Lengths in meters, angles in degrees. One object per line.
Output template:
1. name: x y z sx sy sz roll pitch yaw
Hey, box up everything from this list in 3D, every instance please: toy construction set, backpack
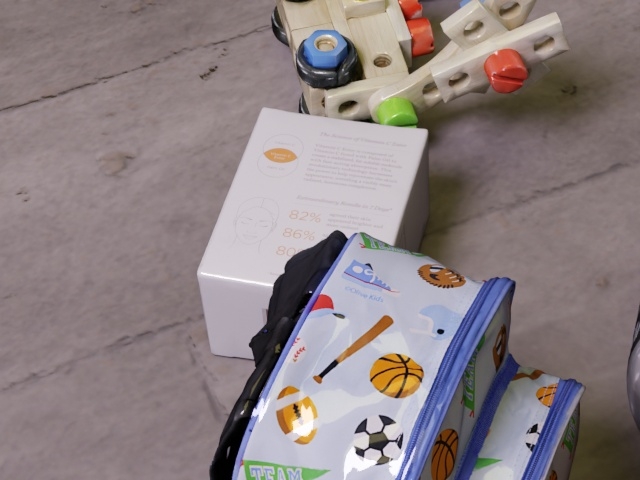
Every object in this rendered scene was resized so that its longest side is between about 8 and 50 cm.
1. toy construction set: 0.072 -0.190 1.420 0.215 0.151 0.328 -12 37 -7
2. backpack: 0.035 0.138 1.032 0.213 0.263 0.276 10 48 13

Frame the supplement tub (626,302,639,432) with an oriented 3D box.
1. supplement tub: 0.306 0.037 1.150 0.193 0.193 0.316 9 48 13

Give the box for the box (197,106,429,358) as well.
1. box: 0.000 0.000 1.276 0.130 0.091 0.170 9 49 13
